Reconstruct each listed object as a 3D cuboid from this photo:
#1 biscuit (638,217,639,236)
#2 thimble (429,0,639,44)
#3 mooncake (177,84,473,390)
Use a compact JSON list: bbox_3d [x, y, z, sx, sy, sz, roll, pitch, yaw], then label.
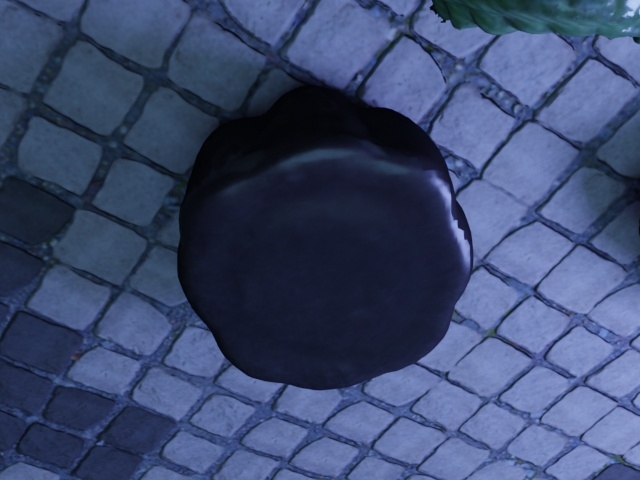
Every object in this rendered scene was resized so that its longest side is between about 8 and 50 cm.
[{"bbox_3d":[0.525,-0.021,0.800,0.312,0.111,0.318,-37,120,19],"label":"biscuit"},{"bbox_3d":[0.179,-0.237,0.549,0.218,0.219,0.150,-5,124,-1],"label":"thimble"},{"bbox_3d":[0.000,0.000,0.744,0.305,0.154,0.306,-2,125,-4],"label":"mooncake"}]
